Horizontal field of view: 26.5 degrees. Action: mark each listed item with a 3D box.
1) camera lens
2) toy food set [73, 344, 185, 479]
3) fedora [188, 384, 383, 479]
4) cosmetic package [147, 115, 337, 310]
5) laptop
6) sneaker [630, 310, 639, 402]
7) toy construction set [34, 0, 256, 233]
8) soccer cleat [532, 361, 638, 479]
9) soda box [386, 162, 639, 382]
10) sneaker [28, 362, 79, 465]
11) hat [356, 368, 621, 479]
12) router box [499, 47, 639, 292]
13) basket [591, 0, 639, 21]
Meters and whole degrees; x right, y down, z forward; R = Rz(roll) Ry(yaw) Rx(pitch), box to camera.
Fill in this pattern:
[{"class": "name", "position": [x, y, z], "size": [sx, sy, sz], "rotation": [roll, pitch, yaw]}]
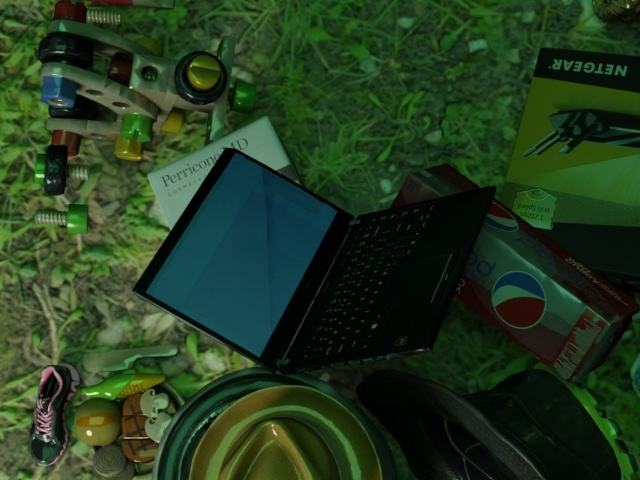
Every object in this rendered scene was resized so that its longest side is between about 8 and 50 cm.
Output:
[{"class": "camera lens", "position": [-0.036, 0.250, 1.370], "size": [0.219, 0.274, 0.219], "rotation": [-2, 76, 9]}, {"class": "toy food set", "position": [-0.213, 0.211, 1.533], "size": [0.132, 0.038, 0.192], "rotation": [-9, 75, 7]}, {"class": "fedora", "position": [-0.037, 0.219, 1.193], "size": [0.194, 0.079, 0.194], "rotation": [-2, 75, 9]}, {"class": "cosmetic package", "position": [-0.076, -0.008, 1.507], "size": [0.151, 0.151, 0.183], "rotation": [-26, 73, 1]}, {"class": "laptop", "position": [0.000, 0.000, 1.305], "size": [0.264, 0.136, 0.234], "rotation": [-12, 35, 35]}, {"class": "sneaker", "position": [0.365, 0.158, 1.381], "size": [0.092, 0.087, 0.228], "rotation": [-8, 115, 2]}, {"class": "toy construction set", "position": [-0.197, -0.196, 1.574], "size": [0.237, 0.257, 0.308], "rotation": [4, 53, -7]}, {"class": "soccer cleat", "position": [0.275, 0.261, 1.410], "size": [0.121, 0.093, 0.289], "rotation": [-27, 73, 4]}, {"class": "soda box", "position": [0.191, 0.030, 1.403], "size": [0.263, 0.092, 0.083], "rotation": [39, 117, 21]}, {"class": "sneaker", "position": [-0.310, 0.195, 1.545], "size": [0.047, 0.057, 0.119], "rotation": [6, 78, 9]}, {"class": "hat", "position": [0.195, 0.202, 1.335], "size": [0.331, 0.331, 0.134], "rotation": [39, 71, 16]}, {"class": "router box", "position": [0.357, -0.068, 1.446], "size": [0.309, 0.081, 0.243], "rotation": [9, 77, 29]}, {"class": "basket", "position": [0.408, -0.410, 1.496], "size": [0.223, 0.213, 0.299], "rotation": [1, 76, 9]}]
